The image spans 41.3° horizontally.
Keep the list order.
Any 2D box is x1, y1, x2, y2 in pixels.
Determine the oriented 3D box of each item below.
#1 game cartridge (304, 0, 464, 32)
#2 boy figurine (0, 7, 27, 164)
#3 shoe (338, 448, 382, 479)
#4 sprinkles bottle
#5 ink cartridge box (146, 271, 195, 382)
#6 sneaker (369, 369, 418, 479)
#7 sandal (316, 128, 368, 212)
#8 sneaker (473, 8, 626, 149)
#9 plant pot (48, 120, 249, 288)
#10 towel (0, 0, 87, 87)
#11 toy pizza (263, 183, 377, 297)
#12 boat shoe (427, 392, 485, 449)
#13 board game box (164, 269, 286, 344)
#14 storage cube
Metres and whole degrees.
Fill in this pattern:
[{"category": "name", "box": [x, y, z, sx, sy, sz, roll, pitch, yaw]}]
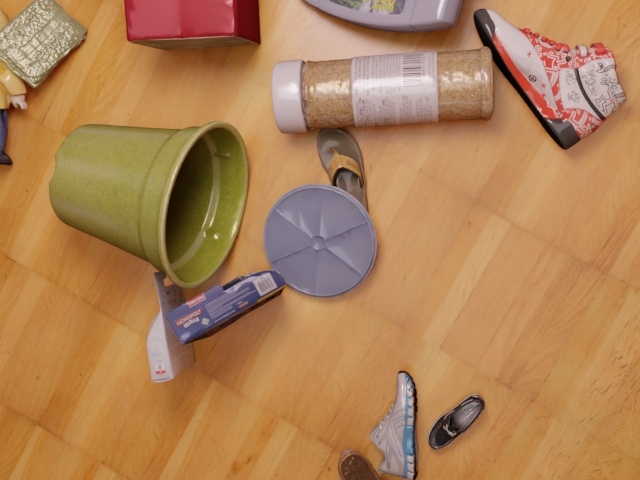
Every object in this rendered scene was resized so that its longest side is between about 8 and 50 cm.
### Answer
[{"category": "game cartridge", "box": [0.101, -0.441, 1.369, 0.294, 0.060, 0.196, 18, 101, 28]}, {"category": "boy figurine", "box": [-0.607, -0.280, 1.514, 0.177, 0.092, 0.285, 3, 93, 9]}, {"category": "shoe", "box": [0.094, 0.458, 1.475, 0.077, 0.058, 0.219, -27, 93, -11]}, {"category": "sprinkles bottle", "box": [0.102, -0.245, 1.393, 0.355, 0.121, 0.121, -2, 93, 9]}, {"category": "ink cartridge box", "box": [-0.267, 0.141, 1.459, 0.045, 0.145, 0.179, -12, 91, 7]}, {"category": "sneaker", "box": [0.125, 0.317, 1.452, 0.083, 0.071, 0.190, 1, 93, 14]}, {"category": "sandal", "box": [0.040, -0.109, 1.447, 0.072, 0.049, 0.180, -13, 92, 10]}, {"category": "sneaker", "box": [0.375, -0.293, 1.368, 0.145, 0.090, 0.270, -36, 91, 8]}, {"category": "plant pot", "box": [-0.294, -0.083, 1.412, 0.254, 0.276, 0.276, 13, 95, 19]}, {"category": "towel", "box": [-0.493, -0.352, 1.485, 0.110, 0.027, 0.148, 43, 74, -18]}, {"category": "toy pizza", "box": [0.000, 0.000, 1.456, 0.201, 0.032, 0.201, 4, 105, 14]}, {"category": "boat shoe", "box": [0.231, 0.312, 1.449, 0.125, 0.038, 0.046, -42, 87, 8]}, {"category": "board game box", "box": [-0.160, 0.109, 1.438, 0.194, 0.194, 0.060, -29, 86, -11]}, {"category": "storage cube", "box": [-0.208, -0.419, 1.388, 0.184, 0.215, 0.193, -1, 99, 8]}]
